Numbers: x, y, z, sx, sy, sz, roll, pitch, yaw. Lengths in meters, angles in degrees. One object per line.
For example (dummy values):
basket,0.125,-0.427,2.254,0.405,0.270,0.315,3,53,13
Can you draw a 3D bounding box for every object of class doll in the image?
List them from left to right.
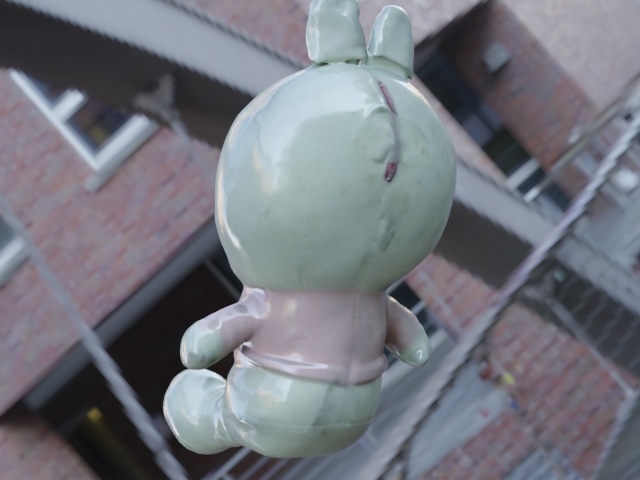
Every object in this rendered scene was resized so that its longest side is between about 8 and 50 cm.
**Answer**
doll,0.005,0.008,0.842,0.113,0.155,0.275,43,121,52
